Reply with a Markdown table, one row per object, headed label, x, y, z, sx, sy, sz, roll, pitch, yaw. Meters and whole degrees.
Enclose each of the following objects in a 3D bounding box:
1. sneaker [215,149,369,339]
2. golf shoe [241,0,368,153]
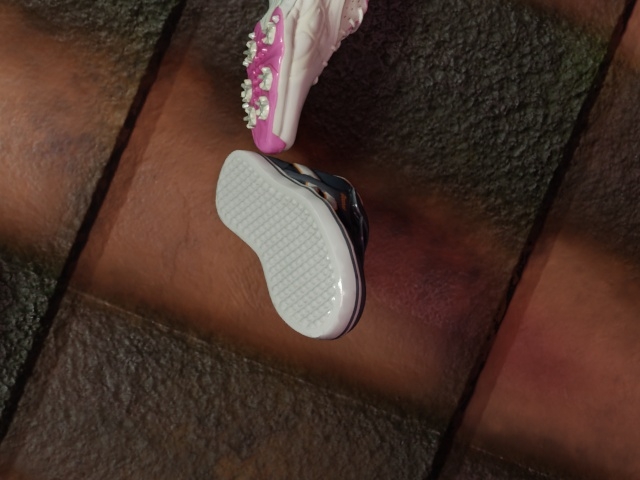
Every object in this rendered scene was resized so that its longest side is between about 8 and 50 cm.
| label | x | y | z | sx | sy | sz | roll | pitch | yaw |
| --- | --- | --- | --- | --- | --- | --- | --- | --- | --- |
| sneaker | 0.000 | 0.000 | 1.681 | 0.127 | 0.321 | 0.126 | 11 | 115 | -30 |
| golf shoe | -0.007 | -0.244 | 1.750 | 0.140 | 0.115 | 0.306 | 8 | 89 | -21 |
